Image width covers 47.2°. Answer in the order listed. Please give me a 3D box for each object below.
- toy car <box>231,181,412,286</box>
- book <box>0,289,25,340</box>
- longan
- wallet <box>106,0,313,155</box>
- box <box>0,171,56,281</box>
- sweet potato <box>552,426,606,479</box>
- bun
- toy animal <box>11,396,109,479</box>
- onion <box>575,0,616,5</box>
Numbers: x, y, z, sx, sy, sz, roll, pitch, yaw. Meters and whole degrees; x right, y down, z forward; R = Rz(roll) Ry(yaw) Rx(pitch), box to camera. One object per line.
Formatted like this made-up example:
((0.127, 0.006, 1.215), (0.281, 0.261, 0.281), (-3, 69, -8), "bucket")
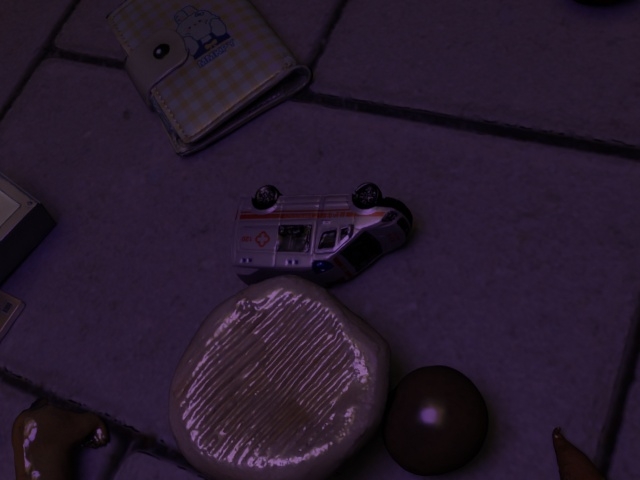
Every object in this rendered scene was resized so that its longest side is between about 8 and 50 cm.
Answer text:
((0.000, 0.000, 0.850), (0.210, 0.089, 0.108), (0, 63, 21), "toy car")
((-0.465, 0.099, 1.004), (0.111, 0.014, 0.077), (20, 70, 27), "book")
((0.107, 0.175, 0.717), (0.114, 0.092, 0.113), (-9, 73, 29), "longan")
((-0.177, -0.281, 1.078), (0.223, 0.077, 0.309), (-31, 58, -3), "wallet")
((-0.491, 0.008, 0.981), (0.130, 0.086, 0.225), (36, 71, 8), "box")
((0.239, 0.261, 0.645), (0.068, 0.060, 0.205), (9, 49, -14), "sweet potato")
((-0.036, 0.156, 0.751), (0.231, 0.133, 0.230), (-5, 62, 9), "bun")
((-0.299, 0.269, 0.803), (0.103, 0.101, 0.218), (-17, 59, 8), "toy animal")
((0.355, -0.346, 0.904), (0.118, 0.119, 0.117), (44, 116, 32), "onion")
